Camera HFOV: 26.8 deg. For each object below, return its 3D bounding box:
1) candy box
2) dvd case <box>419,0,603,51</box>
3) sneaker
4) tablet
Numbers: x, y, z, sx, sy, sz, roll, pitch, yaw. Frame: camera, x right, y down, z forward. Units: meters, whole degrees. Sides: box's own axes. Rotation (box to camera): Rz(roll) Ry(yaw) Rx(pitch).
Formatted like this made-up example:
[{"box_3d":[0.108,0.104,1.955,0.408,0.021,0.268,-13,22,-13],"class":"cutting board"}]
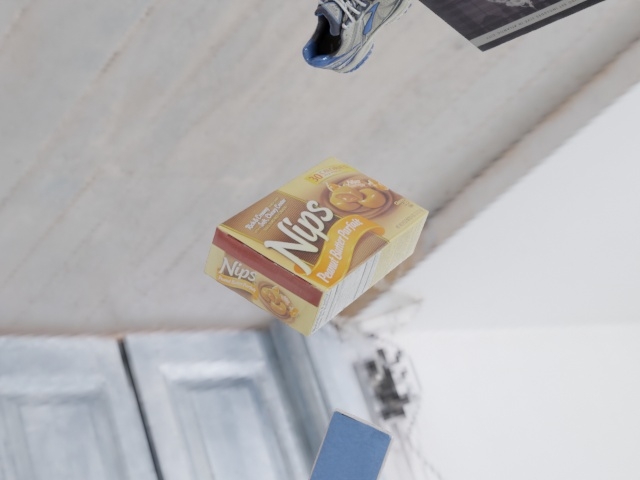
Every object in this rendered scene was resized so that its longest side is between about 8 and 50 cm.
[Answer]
[{"box_3d":[0.000,0.000,1.930,0.316,0.183,0.088,-36,150,-51],"class":"candy box"},{"box_3d":[0.140,-0.258,1.211,0.221,0.018,0.164,32,146,-33],"class":"dvd case"},{"box_3d":[0.029,-0.185,1.072,0.058,0.052,0.135,-12,144,-43],"class":"sneaker"},{"box_3d":[0.020,0.176,1.024,0.006,0.054,0.083,7,104,-66],"class":"tablet"}]
